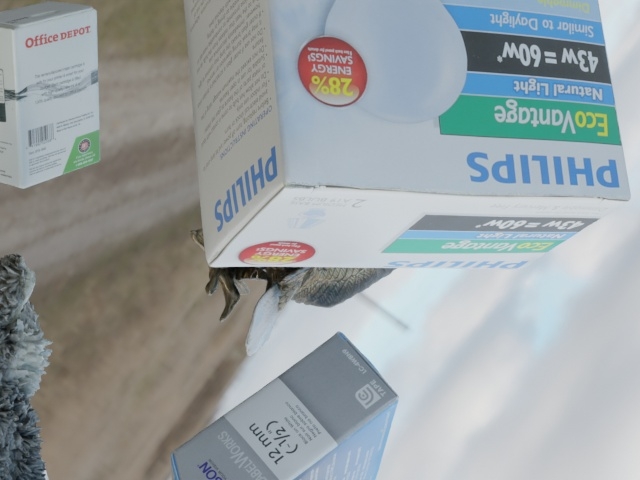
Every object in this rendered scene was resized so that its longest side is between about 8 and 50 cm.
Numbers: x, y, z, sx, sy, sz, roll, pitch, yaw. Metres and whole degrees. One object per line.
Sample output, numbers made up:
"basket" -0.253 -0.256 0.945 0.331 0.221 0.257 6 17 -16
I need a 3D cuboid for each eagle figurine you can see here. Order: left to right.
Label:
"eagle figurine" -0.003 -0.011 1.898 0.298 0.225 0.226 -12 -153 7

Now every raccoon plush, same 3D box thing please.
"raccoon plush" -0.371 0.182 1.471 0.446 0.216 0.299 -75 162 -81

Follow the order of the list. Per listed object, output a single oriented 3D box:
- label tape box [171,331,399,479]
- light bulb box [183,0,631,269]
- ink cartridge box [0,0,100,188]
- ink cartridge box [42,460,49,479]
"label tape box" -0.087 0.282 1.687 0.347 0.115 0.249 -32 157 -22
"light bulb box" 0.071 -0.173 1.482 0.225 0.358 0.361 140 -52 -61
"ink cartridge box" -0.360 -0.189 1.941 0.153 0.087 0.208 -25 124 -51
"ink cartridge box" -0.529 0.407 2.134 0.273 0.115 0.198 -40 147 28
